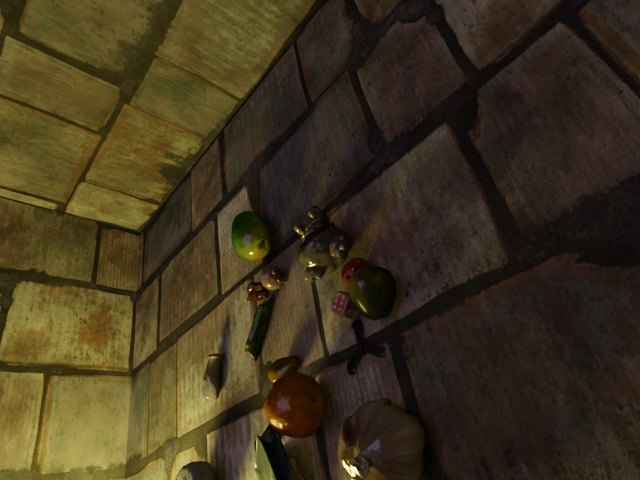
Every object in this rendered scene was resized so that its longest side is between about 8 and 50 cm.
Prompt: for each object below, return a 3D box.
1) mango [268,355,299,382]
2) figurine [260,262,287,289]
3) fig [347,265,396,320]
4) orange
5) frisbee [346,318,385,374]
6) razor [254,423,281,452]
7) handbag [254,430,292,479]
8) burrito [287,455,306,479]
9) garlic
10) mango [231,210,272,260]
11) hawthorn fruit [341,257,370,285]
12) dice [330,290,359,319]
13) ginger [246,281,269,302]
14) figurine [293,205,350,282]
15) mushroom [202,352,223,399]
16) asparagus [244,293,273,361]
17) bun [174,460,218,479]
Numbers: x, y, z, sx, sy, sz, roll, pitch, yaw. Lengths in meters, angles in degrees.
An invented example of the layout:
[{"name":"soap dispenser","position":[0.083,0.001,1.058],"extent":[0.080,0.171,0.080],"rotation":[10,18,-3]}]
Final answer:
[{"name":"mango","position":[-0.159,0.569,1.879],"extent":[0.163,0.089,0.111],"rotation":[-25,56,32]},{"name":"figurine","position":[-0.234,0.182,2.106],"extent":[0.138,0.125,0.125],"rotation":[-30,53,55]},{"name":"fig","position":[0.188,0.190,1.548],"extent":[0.181,0.180,0.191],"rotation":[-31,71,39]},{"name":"orange","position":[-0.096,0.636,1.661],"extent":[0.239,0.239,0.240],"rotation":[-22,59,43]},{"name":"frisbee","position":[0.171,0.411,1.612],"extent":[0.187,0.012,0.211],"rotation":[2,77,49]},{"name":"razor","position":[-0.229,0.875,1.864],"extent":[0.148,0.054,0.090],"rotation":[-55,41,21]},{"name":"handbag","position":[-0.176,0.907,1.663],"extent":[0.239,0.089,0.327],"rotation":[57,149,40]},{"name":"burrito","position":[-0.086,0.932,1.660],"extent":[0.226,0.060,0.087],"rotation":[-126,18,-45]},{"name":"garlic","position":[0.184,0.667,1.342],"extent":[0.322,0.240,0.322],"rotation":[-55,21,33]},{"name":"mango","position":[-0.381,-0.030,2.294],"extent":[0.382,0.201,0.226],"rotation":[45,120,51]},{"name":"hawthorn fruit","position":[0.151,0.125,1.675],"extent":[0.125,0.140,0.125],"rotation":[28,130,40]},{"name":"dice","position":[0.102,0.254,1.691],"extent":[0.094,0.091,0.093],"rotation":[12,85,50]},{"name":"ginger","position":[-0.317,0.259,2.206],"extent":[0.162,0.073,0.103],"rotation":[-19,75,38]},{"name":"figurine","position":[0.000,-0.001,1.851],"extent":[0.248,0.203,0.381],"rotation":[-46,33,19]},{"name":"mushroom","position":[-0.583,0.732,2.313],"extent":[0.108,0.096,0.247],"rotation":[124,150,-59]},{"name":"asparagus","position":[-0.305,0.425,2.118],"extent":[0.082,0.084,0.344],"rotation":[-170,95,-75]},{"name":"bun","position":[-0.576,1.230,2.024],"extent":[0.354,0.194,0.355],"rotation":[-25,57,46]}]
